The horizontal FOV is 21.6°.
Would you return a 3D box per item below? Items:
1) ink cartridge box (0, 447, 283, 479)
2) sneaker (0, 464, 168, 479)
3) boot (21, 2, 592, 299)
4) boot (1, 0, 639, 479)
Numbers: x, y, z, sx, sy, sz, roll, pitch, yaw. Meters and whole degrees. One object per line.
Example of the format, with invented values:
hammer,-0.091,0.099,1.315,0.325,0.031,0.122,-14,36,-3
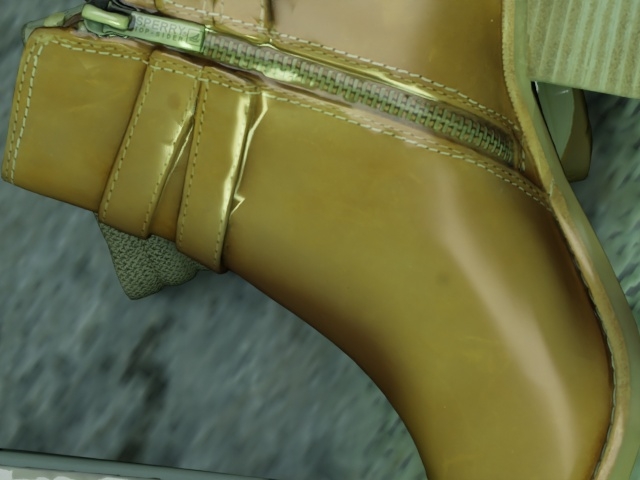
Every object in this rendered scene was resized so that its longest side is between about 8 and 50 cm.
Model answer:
ink cartridge box,-0.146,0.173,0.616,0.273,0.114,0.197,4,81,9
sneaker,-0.130,0.129,0.507,0.302,0.108,0.121,3,76,7
boot,-0.024,-0.123,0.650,0.203,0.095,0.262,-16,89,6
boot,0.000,0.000,0.558,0.220,0.109,0.283,9,100,-2
